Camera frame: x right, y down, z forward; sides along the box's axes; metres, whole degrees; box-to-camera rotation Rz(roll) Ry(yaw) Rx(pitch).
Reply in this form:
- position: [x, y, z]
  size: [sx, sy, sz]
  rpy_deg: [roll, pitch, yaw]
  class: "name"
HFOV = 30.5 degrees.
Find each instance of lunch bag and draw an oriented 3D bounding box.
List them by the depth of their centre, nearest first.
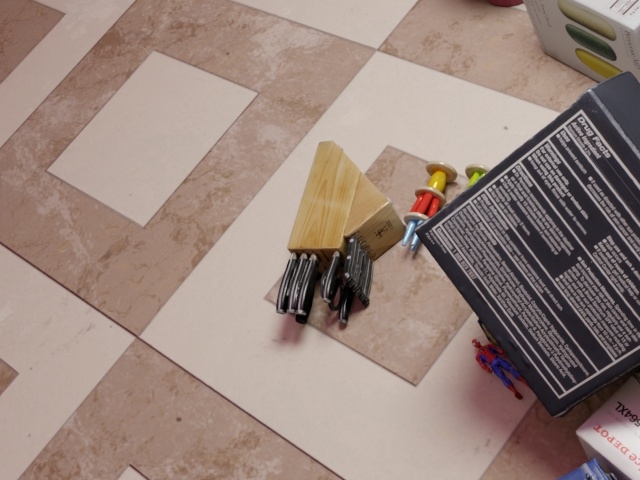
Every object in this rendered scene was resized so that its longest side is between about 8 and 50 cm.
- position: [0.332, 0.310, 1.410]
  size: [0.065, 0.098, 0.067]
  rpy_deg: [-30, 41, 2]
  class: "lunch bag"

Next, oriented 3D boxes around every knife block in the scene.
- position: [0.000, 0.000, 1.841]
  size: [0.242, 0.088, 0.276]
  rpy_deg: [-37, 47, -2]
  class: "knife block"

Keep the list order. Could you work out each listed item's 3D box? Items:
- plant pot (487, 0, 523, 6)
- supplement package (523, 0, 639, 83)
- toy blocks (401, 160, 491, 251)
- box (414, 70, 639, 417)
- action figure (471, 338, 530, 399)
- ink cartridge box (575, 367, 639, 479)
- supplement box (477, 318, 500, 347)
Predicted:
- position: [0.308, -0.506, 1.994]
  size: [0.201, 0.180, 0.201]
  rpy_deg: [-15, 50, 18]
  class: "plant pot"
- position: [0.468, -0.365, 1.782]
  size: [0.198, 0.199, 0.262]
  rpy_deg: [-43, 47, -6]
  class: "supplement package"
- position: [0.193, -0.046, 1.792]
  size: [0.123, 0.054, 0.148]
  rpy_deg: [8, 61, 33]
  class: "toy blocks"
- position: [0.335, 0.003, 1.434]
  size: [0.294, 0.182, 0.296]
  rpy_deg: [-40, 83, 34]
  class: "box"
- position: [0.245, 0.171, 1.615]
  size: [0.038, 0.030, 0.115]
  rpy_deg: [-45, 45, -1]
  class: "action figure"
- position: [0.437, 0.224, 1.425]
  size: [0.203, 0.086, 0.148]
  rpy_deg: [-43, 47, -7]
  class: "ink cartridge box"
- position: [0.279, 0.114, 1.618]
  size: [0.083, 0.056, 0.083]
  rpy_deg: [-47, 48, -11]
  class: "supplement box"
